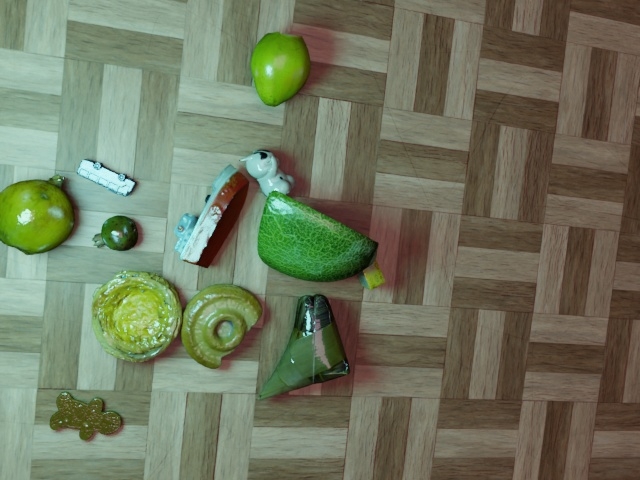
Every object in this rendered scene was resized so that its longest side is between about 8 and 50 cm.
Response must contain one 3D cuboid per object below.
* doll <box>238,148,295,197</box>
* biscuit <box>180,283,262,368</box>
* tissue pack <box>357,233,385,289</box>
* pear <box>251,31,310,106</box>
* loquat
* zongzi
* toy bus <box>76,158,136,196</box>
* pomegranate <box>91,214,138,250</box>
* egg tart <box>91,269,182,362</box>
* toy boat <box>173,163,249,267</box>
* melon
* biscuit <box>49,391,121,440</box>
[{"bbox_3d":[-0.159,-0.208,1.796,0.107,0.110,0.180,-26,104,29],"label":"doll"},{"bbox_3d":[-0.330,0.258,1.797,0.213,0.091,0.274,36,88,-15],"label":"biscuit"},{"bbox_3d":[0.147,0.069,1.895,0.062,0.095,0.175,-25,99,-12],"label":"tissue pack"},{"bbox_3d":[-0.125,-0.523,1.752,0.188,0.187,0.219,3,107,-14],"label":"pear"},{"bbox_3d":[-0.801,-0.084,1.608,0.214,0.213,0.245,29,76,-14],"label":"loquat"},{"bbox_3d":[-0.091,0.342,1.838,0.318,0.154,0.289,-18,90,-6],"label":"zongzi"},{"bbox_3d":[-0.642,-0.189,1.712,0.166,0.047,0.065,26,92,-13],"label":"toy bus"},{"bbox_3d":[-0.617,-0.016,1.703,0.142,0.114,0.114,-17,99,12],"label":"pomegranate"},{"bbox_3d":[-0.563,0.222,1.734,0.291,0.107,0.290,-2,96,-18],"label":"egg tart"},{"bbox_3d":[-0.340,-0.083,1.753,0.133,0.145,0.331,28,86,14],"label":"toy boat"},{"bbox_3d":[0.000,0.000,1.753,0.344,0.226,0.331,21,128,12],"label":"melon"},{"bbox_3d":[-0.718,0.546,1.754,0.205,0.031,0.138,17,90,-14],"label":"biscuit"}]
